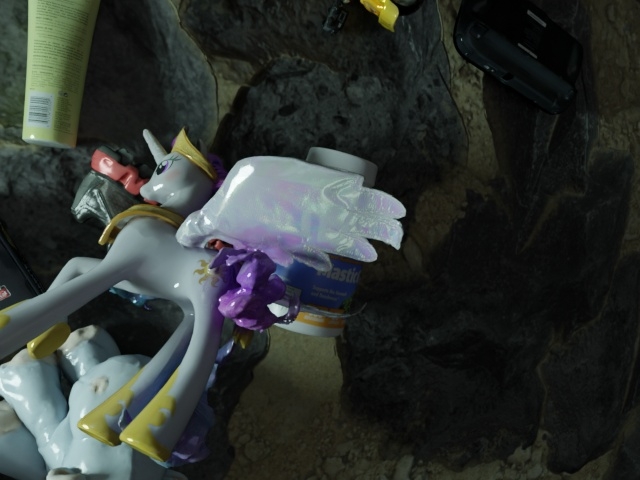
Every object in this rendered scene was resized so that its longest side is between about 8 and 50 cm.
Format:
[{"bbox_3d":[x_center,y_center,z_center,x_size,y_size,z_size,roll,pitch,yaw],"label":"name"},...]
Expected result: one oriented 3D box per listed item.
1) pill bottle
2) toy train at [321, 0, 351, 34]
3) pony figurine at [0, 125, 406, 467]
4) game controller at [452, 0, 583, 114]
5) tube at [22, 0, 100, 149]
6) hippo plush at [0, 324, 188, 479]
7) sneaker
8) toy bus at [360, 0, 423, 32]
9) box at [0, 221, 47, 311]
[{"bbox_3d":[0.000,0.000,0.763,0.152,0.152,0.271,15,93,-26],"label":"pill bottle"},{"bbox_3d":[0.049,-0.406,0.784,0.036,0.027,0.158,24,88,-28],"label":"toy train"},{"bbox_3d":[-0.123,0.037,0.526,0.351,0.302,0.363,24,55,6],"label":"pony figurine"},{"bbox_3d":[0.390,-0.373,0.937,0.319,0.067,0.166,20,76,-27],"label":"game controller"},{"bbox_3d":[-0.335,-0.241,0.626,0.070,0.062,0.240,2,95,-69],"label":"tube"},{"bbox_3d":[-0.291,0.241,0.583,0.235,0.237,0.294,18,68,-28],"label":"hippo plush"},{"bbox_3d":[-0.223,-0.005,0.691,0.276,0.098,0.135,39,82,-23],"label":"sneaker"},{"bbox_3d":[0.093,-0.448,0.693,0.212,0.149,0.220,30,109,-6],"label":"toy bus"},{"bbox_3d":[-0.490,0.063,0.606,0.220,0.051,0.175,-29,110,-18],"label":"box"}]
